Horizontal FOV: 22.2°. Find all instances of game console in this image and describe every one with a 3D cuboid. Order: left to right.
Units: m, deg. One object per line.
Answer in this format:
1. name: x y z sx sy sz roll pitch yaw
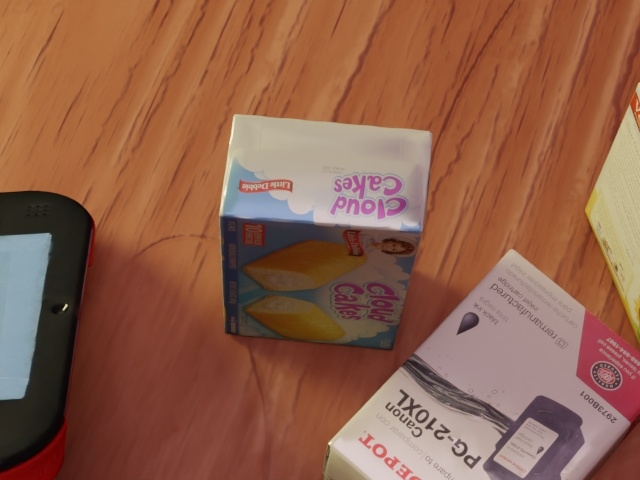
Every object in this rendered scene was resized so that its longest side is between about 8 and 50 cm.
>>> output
1. game console: -0.357 0.074 1.274 0.342 0.060 0.386 1 31 -3

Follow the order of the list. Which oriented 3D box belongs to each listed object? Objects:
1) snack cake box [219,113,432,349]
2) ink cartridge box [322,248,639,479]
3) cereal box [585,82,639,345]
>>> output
1. snack cake box: 0.000 0.000 1.314 0.152 0.264 0.089 6 67 1
2. ink cartridge box: 0.141 0.155 1.342 0.172 0.100 0.237 40 71 14
3. cereal box: 0.286 -0.007 1.343 0.047 0.240 0.173 -14 68 -8
